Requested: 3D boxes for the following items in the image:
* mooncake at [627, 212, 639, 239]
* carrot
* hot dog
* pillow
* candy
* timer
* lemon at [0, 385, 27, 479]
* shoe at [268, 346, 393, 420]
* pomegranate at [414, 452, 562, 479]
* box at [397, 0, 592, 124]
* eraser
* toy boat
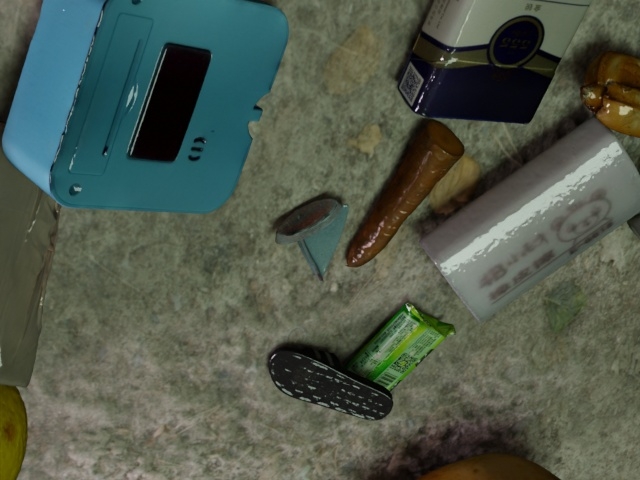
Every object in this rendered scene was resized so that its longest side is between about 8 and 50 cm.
[{"bbox_3d":[0.555,-0.063,1.806,0.254,0.136,0.250,14,119,-40],"label":"mooncake"},{"bbox_3d":[0.090,-0.041,1.628,0.057,0.057,0.224,11,127,-37],"label":"carrot"},{"bbox_3d":[0.394,-0.166,1.651,0.249,0.102,0.076,7,155,-39],"label":"hot dog"},{"bbox_3d":[-0.340,0.011,1.350,0.173,0.067,0.270,9,95,-38],"label":"pillow"},{"bbox_3d":[0.090,0.156,1.826,0.102,0.032,0.178,27,114,-40],"label":"candy"},{"bbox_3d":[-0.164,-0.147,1.344,0.250,0.091,0.231,5,111,-46],"label":"timer"},{"bbox_3d":[-0.425,0.204,1.432,0.254,0.228,0.228,17,120,-36],"label":"lemon"},{"bbox_3d":[0.012,0.180,1.787,0.179,0.049,0.071,23,120,-15],"label":"shoe"},{"bbox_3d":[0.250,0.521,2.008,0.417,0.416,0.416,-16,136,-16],"label":"pomegranate"},{"bbox_3d":[0.203,-0.249,1.477,0.168,0.071,0.259,0,128,-30],"label":"box"},{"bbox_3d":[0.271,-0.024,1.715,0.270,0.094,0.174,-35,141,5],"label":"eraser"},{"bbox_3d":[0.000,0.000,1.635,0.096,0.034,0.122,-29,146,-2],"label":"toy boat"}]
